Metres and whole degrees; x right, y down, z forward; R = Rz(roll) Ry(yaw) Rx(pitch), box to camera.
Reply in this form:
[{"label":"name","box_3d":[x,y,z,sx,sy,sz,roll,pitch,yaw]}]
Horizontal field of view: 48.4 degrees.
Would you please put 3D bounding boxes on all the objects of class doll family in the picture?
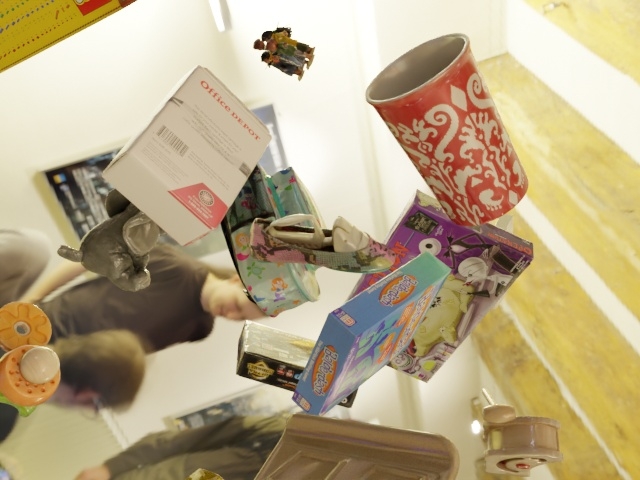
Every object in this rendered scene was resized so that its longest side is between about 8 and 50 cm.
[{"label":"doll family","box_3d":[-0.076,-0.364,1.378,0.193,0.111,0.076,150,-42,-73]}]

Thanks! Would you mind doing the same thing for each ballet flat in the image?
[{"label":"ballet flat","box_3d":[0.000,0.000,1.046,0.077,0.222,0.079,-69,161,-56]}]

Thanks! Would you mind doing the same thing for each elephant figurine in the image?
[{"label":"elephant figurine","box_3d":[-0.364,-0.033,1.433,0.169,0.239,0.186,34,8,5]}]

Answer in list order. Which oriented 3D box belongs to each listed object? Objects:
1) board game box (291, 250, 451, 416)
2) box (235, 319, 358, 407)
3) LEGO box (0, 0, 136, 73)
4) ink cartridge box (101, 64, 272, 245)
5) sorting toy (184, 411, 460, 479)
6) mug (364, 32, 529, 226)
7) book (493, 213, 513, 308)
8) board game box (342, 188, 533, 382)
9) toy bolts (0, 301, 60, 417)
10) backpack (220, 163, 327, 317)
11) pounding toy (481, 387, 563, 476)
[{"label":"board game box","box_3d":[0.067,0.117,0.902,0.047,0.210,0.160,39,-49,21]},{"label":"box","box_3d":[-0.046,0.228,1.337,0.175,0.220,0.051,-113,-139,-76]},{"label":"LEGO box","box_3d":[-0.455,-0.437,1.155,0.193,0.500,0.372,60,25,-28]},{"label":"ink cartridge box","box_3d":[-0.185,-0.126,1.029,0.158,0.092,0.217,44,47,-20]},{"label":"sorting toy","box_3d":[-0.037,0.268,0.655,0.307,0.229,0.041,-5,-48,43]},{"label":"mug","box_3d":[0.134,-0.115,0.736,0.169,0.113,0.150,54,13,-25]},{"label":"book","box_3d":[0.322,0.037,1.278,0.096,0.035,0.144,-47,140,-53]},{"label":"board game box","box_3d":[0.169,0.090,1.184,0.346,0.208,0.056,-62,-177,40]},{"label":"toy bolts","box_3d":[-0.532,0.153,1.177,0.229,0.158,0.218,27,42,-29]},{"label":"backpack","box_3d":[-0.079,0.005,1.293,0.225,0.191,0.253,59,16,-63]},{"label":"pounding toy","box_3d":[0.415,0.388,1.480,0.269,0.154,0.154,69,23,-58]}]
